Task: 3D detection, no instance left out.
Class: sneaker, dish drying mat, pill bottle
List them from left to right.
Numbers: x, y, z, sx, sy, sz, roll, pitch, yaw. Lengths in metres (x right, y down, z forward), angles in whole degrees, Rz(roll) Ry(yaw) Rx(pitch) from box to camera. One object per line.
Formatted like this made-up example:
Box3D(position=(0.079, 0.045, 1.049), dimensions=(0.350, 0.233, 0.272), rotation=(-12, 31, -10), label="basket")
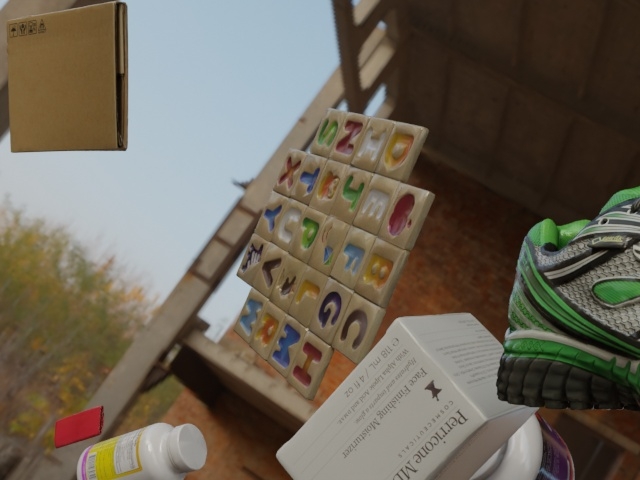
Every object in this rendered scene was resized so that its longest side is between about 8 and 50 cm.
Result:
Box3D(position=(-0.259, 0.201, 1.017), dimensions=(0.083, 0.032, 0.008), rotation=(-23, -34, 37), label="dish drying mat")
Box3D(position=(-0.117, 0.147, 0.626), dimensions=(0.083, 0.043, 0.043), rotation=(-21, -46, 24), label="pill bottle")
Box3D(position=(0.226, 0.291, 1.276), dimensions=(0.181, 0.181, 0.323), rotation=(26, -10, 32), label="pill bottle")
Box3D(position=(0.214, 0.028, 0.538), dimensions=(0.134, 0.146, 0.343), rotation=(4, -7, -27), label="sneaker")

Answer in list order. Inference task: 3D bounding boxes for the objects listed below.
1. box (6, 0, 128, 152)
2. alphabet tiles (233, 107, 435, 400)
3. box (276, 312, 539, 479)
Box3D(position=(-0.298, -0.185, 1.106), dimensions=(0.201, 0.164, 0.021), rotation=(3, 5, 37), label="box")
Box3D(position=(0.000, 0.000, 1.006), dimensions=(0.011, 0.285, 0.342), rotation=(23, 2, -27), label="alphabet tiles")
Box3D(position=(0.090, 0.171, 0.878), dimensions=(0.119, 0.181, 0.182), rotation=(47, 19, 23), label="box")
